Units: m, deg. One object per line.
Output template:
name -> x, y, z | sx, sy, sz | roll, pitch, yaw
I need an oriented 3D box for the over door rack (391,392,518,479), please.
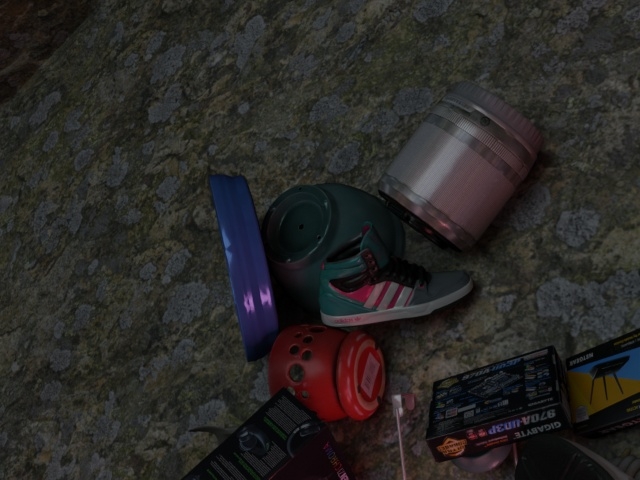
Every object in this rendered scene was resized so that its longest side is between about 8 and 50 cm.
over door rack -> 0.225, 0.395, 1.412 | 0.239, 0.108, 0.324 | -14, 61, 30

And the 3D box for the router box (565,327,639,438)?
router box -> 0.470, 0.225, 1.299 | 0.179, 0.046, 0.133 | -41, 40, 50

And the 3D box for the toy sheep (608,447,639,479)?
toy sheep -> 0.473, 0.367, 1.258 | 0.132, 0.091, 0.091 | 17, 79, 44

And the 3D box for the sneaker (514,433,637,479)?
sneaker -> 0.485, 0.428, 1.130 | 0.447, 0.257, 0.169 | 43, 119, 46

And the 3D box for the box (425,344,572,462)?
box -> 0.282, 0.260, 1.323 | 0.220, 0.051, 0.175 | -21, 16, 19

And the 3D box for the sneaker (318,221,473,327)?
sneaker -> 0.130, 0.049, 1.552 | 0.295, 0.178, 0.124 | -11, 21, 4

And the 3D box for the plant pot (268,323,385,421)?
plant pot -> 0.018, 0.252, 1.579 | 0.174, 0.191, 0.191 | -6, 65, 31

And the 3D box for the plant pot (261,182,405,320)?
plant pot -> 0.000, 0.000, 1.709 | 0.293, 0.196, 0.293 | -17, 59, 30

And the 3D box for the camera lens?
camera lens -> 0.259, -0.133, 1.564 | 0.274, 0.219, 0.219 | -54, 49, 3

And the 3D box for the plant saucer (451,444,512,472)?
plant saucer -> 0.258, 0.323, 1.364 | 0.119, 0.021, 0.119 | -22, 43, 22

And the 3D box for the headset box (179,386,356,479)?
headset box -> -0.095, 0.451, 1.469 | 0.283, 0.246, 0.131 | -39, 45, -18

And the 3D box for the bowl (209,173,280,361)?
bowl -> -0.154, 0.053, 1.704 | 0.077, 0.391, 0.391 | -12, 56, -7

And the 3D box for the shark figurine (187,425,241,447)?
shark figurine -> -0.139, 0.424, 1.666 | 0.166, 0.116, 0.278 | -53, 51, 2
